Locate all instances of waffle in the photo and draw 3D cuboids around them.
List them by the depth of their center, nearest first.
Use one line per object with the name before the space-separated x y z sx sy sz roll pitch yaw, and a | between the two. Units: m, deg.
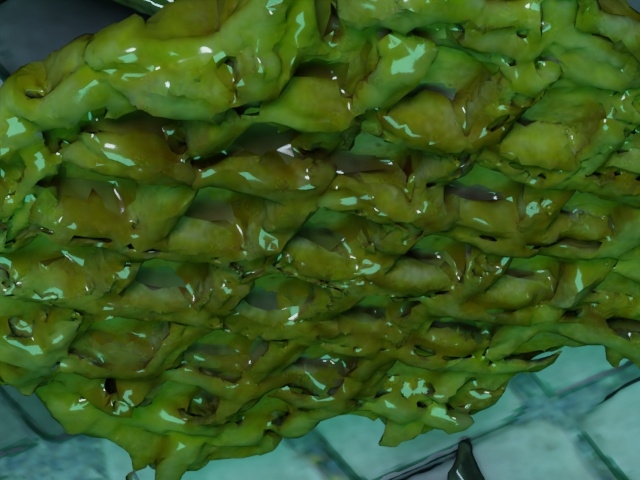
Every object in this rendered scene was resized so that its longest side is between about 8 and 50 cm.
waffle | 0.000 -0.002 0.591 0.254 0.052 0.245 -16 146 15

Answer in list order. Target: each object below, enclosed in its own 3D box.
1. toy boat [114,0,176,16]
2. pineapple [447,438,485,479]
toy boat | -0.134 -0.143 0.508 0.293 0.055 0.093 26 124 -19
pineapple | 0.106 0.190 0.738 0.128 0.128 0.248 -28 120 21
